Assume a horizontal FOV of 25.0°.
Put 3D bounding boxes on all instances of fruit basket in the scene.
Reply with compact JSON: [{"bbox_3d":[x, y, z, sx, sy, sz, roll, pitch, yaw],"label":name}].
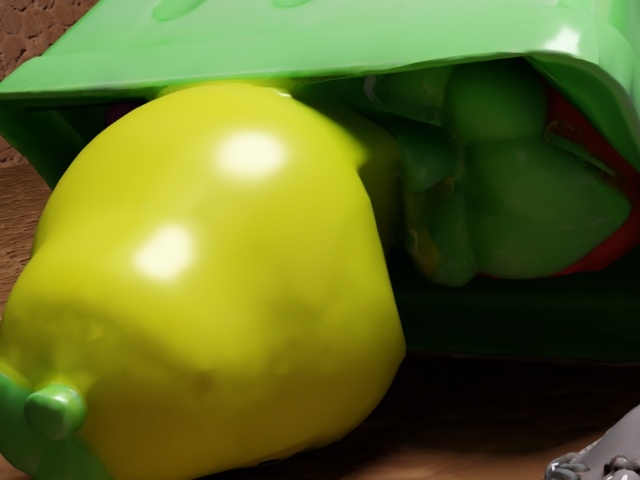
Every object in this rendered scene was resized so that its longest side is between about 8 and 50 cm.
[{"bbox_3d":[0.000,0.000,0.711,0.392,0.283,0.392,-19,46,21],"label":"fruit basket"}]

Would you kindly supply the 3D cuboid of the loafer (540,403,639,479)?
[{"bbox_3d":[0.116,0.076,0.471,0.096,0.084,0.267,0,12,35],"label":"loafer"}]
